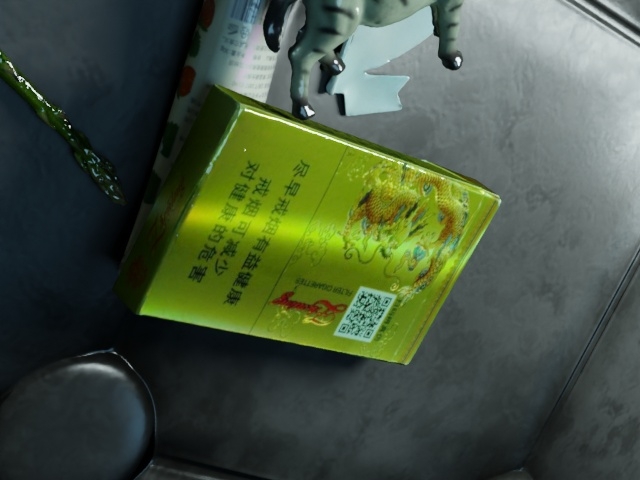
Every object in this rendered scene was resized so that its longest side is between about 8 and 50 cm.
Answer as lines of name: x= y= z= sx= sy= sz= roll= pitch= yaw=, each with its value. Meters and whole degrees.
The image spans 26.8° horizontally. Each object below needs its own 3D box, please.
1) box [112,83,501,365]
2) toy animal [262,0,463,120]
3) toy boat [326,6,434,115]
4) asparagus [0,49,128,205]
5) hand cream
box: x=0.000 y=0.000 z=1.049 sx=0.311 sy=0.043 sz=0.173 roll=15 pitch=108 yaw=-45
toy animal: x=0.055 y=-0.195 z=0.946 sx=0.216 sy=0.073 sz=0.176 roll=-24 pitch=132 yaw=-17
toy boat: x=0.074 y=-0.225 z=1.017 sx=0.220 sy=0.067 sz=0.291 roll=1 pitch=114 yaw=-34
asparagus: x=-0.202 y=-0.103 z=0.917 sx=0.233 sy=0.022 sz=0.023 roll=51 pitch=36 yaw=-36
hand cream: x=-0.076 y=-0.093 z=0.986 sx=0.095 sy=0.059 sz=0.276 roll=4 pitch=113 yaw=-37
